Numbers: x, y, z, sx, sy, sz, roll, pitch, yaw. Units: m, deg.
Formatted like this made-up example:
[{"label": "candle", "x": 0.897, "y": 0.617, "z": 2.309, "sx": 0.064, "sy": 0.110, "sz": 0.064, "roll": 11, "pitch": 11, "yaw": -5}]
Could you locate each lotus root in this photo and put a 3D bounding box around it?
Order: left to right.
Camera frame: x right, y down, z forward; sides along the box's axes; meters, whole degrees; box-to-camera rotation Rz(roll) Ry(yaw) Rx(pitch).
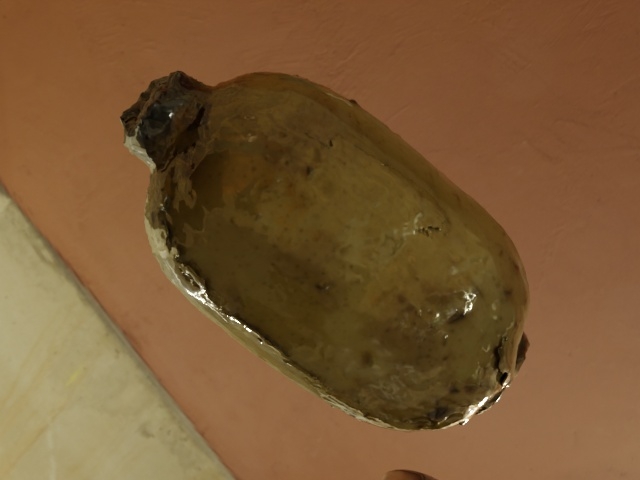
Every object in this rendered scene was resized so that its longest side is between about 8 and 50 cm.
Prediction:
[{"label": "lotus root", "x": 0.000, "y": 0.000, "z": 0.467, "sx": 0.284, "sy": 0.160, "sz": 0.146, "roll": 37, "pitch": -26, "yaw": -5}]

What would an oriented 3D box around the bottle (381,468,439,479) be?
[{"label": "bottle", "x": 0.074, "y": 0.257, "z": 0.505, "sx": 0.147, "sy": 0.148, "sz": 0.237, "roll": -10, "pitch": -55, "yaw": 35}]
